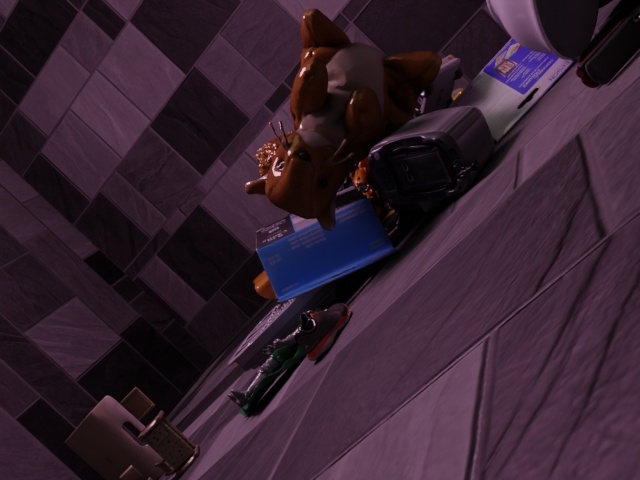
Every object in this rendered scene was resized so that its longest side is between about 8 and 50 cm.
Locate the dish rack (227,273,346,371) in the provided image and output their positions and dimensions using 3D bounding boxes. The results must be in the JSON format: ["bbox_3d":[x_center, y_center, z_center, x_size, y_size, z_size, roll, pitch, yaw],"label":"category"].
[{"bbox_3d":[-0.056,0.161,1.716,0.333,0.072,0.285,-46,1,15],"label":"dish rack"}]

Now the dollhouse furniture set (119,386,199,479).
[{"bbox_3d":[-0.359,0.413,1.475,0.161,0.182,0.101,-47,2,-10],"label":"dollhouse furniture set"}]

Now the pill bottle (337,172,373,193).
[{"bbox_3d":[0.100,-0.160,1.974,0.153,0.264,0.153,-47,2,2],"label":"pill bottle"}]

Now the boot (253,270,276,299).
[{"bbox_3d":[-0.065,0.048,1.867,0.211,0.104,0.295,-44,-5,11],"label":"boot"}]

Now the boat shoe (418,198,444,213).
[{"bbox_3d":[0.232,-0.110,1.427,0.135,0.045,0.050,-48,3,-25],"label":"boat shoe"}]

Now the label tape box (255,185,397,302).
[{"bbox_3d":[0.000,0.000,1.540,0.249,0.115,0.348,-25,9,0],"label":"label tape box"}]

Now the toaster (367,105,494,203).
[{"bbox_3d":[0.207,-0.156,1.327,0.227,0.129,0.146,-10,27,44],"label":"toaster"}]

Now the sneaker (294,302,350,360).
[{"bbox_3d":[0.001,0.131,1.221,0.061,0.065,0.158,-46,3,25],"label":"sneaker"}]

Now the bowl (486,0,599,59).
[{"bbox_3d":[0.395,-0.477,1.384,0.134,0.298,0.298,3,40,43],"label":"bowl"}]

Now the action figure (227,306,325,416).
[{"bbox_3d":[-0.067,0.205,1.341,0.232,0.063,0.137,-44,-2,-25],"label":"action figure"}]

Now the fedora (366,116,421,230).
[{"bbox_3d":[0.178,-0.160,1.586,0.244,0.124,0.275,-66,7,-26],"label":"fedora"}]

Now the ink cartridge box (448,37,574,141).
[{"bbox_3d":[0.379,-0.295,1.488,0.206,0.045,0.208,-47,33,9],"label":"ink cartridge box"}]

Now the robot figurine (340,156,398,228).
[{"bbox_3d":[0.117,-0.161,1.789,0.211,0.085,0.291,4,82,47],"label":"robot figurine"}]

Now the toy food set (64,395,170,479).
[{"bbox_3d":[-0.486,0.502,1.827,0.092,0.220,0.306,-49,3,-43],"label":"toy food set"}]

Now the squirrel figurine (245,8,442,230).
[{"bbox_3d":[0.011,-0.186,1.489,0.397,0.281,0.370,119,174,-67],"label":"squirrel figurine"}]

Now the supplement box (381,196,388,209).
[{"bbox_3d":[0.202,-0.170,1.841,0.233,0.080,0.078,-62,-5,12],"label":"supplement box"}]

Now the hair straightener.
[{"bbox_3d":[0.434,-0.290,0.966,0.230,0.047,0.089,-42,3,8],"label":"hair straightener"}]

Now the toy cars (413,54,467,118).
[{"bbox_3d":[0.283,-0.323,1.691,0.176,0.087,0.393,-47,-24,20],"label":"toy cars"}]

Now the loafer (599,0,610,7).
[{"bbox_3d":[0.621,-0.587,1.437,0.130,0.134,0.366,-23,-11,-46],"label":"loafer"}]

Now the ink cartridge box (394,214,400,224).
[{"bbox_3d":[0.253,-0.133,1.675,0.181,0.056,0.225,147,147,-80],"label":"ink cartridge box"}]
